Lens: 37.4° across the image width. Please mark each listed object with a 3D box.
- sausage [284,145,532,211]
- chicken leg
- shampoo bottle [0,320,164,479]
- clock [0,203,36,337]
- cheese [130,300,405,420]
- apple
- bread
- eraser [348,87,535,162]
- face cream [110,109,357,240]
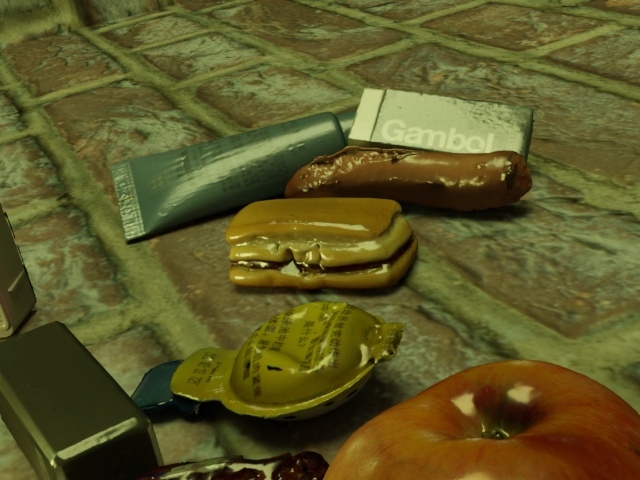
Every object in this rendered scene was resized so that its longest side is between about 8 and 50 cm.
[{"bbox_3d":[0.095,-0.070,1.095,0.304,0.078,0.078,3,28,27],"label":"sausage"},{"bbox_3d":[-0.090,0.190,0.659,0.205,0.053,0.093,-13,39,4],"label":"chicken leg"},{"bbox_3d":[-0.211,0.138,0.771,0.079,0.080,0.246,-22,28,-26],"label":"shampoo bottle"},{"bbox_3d":[-0.398,0.010,0.980,0.150,0.197,0.063,-6,27,10],"label":"clock"},{"bbox_3d":[-0.048,0.106,0.795,0.250,0.064,0.156,-12,22,21],"label":"cheese"},{"bbox_3d":[0.096,0.158,0.508,0.209,0.164,0.209,-8,22,4],"label":"apple"},{"bbox_3d":[0.000,0.000,0.995,0.200,0.077,0.116,0,19,21],"label":"bread"},{"bbox_3d":[0.146,-0.128,1.139,0.213,0.046,0.091,10,59,12],"label":"eraser"},{"bbox_3d":[-0.073,-0.100,1.214,0.385,0.086,0.135,-16,52,-6],"label":"face cream"}]
